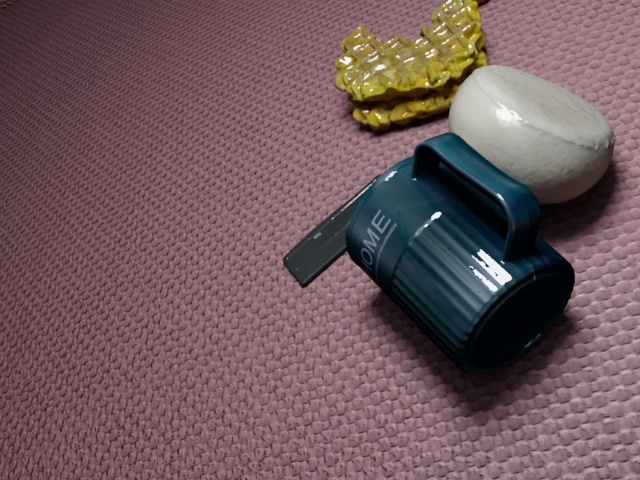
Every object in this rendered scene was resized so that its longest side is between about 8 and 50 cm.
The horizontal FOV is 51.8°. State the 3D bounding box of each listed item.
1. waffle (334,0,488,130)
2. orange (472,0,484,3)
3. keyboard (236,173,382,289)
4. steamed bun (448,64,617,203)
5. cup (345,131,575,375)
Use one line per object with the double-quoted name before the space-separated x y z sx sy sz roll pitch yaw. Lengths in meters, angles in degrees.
"waffle" 0.196 -0.381 1.409 0.324 0.151 0.261 -15 57 24
"orange" 0.353 -0.581 1.505 0.083 0.083 0.084 -15 53 20
"keyboard" 0.004 0.008 1.326 0.381 0.041 0.103 -36 48 -6
"steamed bun" 0.343 -0.164 1.122 0.283 0.283 0.177 57 136 41
"cup" 0.231 0.013 1.036 0.292 0.242 0.308 50 122 39
